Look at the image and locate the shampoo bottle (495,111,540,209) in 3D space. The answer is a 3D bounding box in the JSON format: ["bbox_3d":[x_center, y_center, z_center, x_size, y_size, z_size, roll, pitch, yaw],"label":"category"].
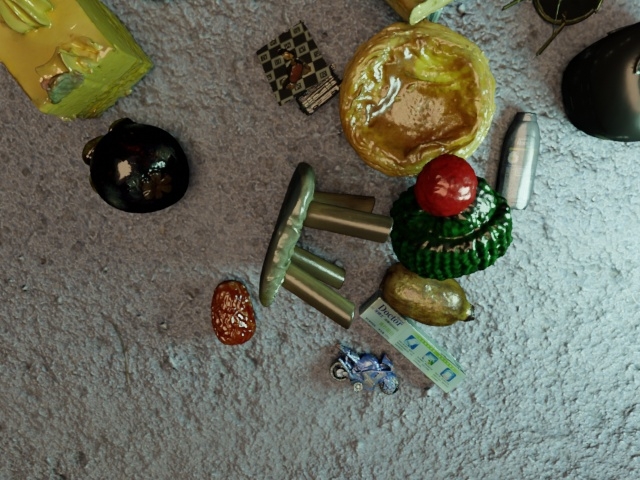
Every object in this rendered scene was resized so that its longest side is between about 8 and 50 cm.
[{"bbox_3d":[0.486,-0.193,1.045,0.087,0.049,0.233,3,104,4],"label":"shampoo bottle"}]

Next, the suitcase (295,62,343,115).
[{"bbox_3d":[-0.002,-0.353,1.007,0.126,0.086,0.059,-37,106,10],"label":"suitcase"}]

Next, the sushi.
[{"bbox_3d":[-0.062,-0.408,0.993,0.139,0.031,0.201,-28,64,12],"label":"sushi"}]

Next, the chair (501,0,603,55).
[{"bbox_3d":[0.546,-0.547,0.914,0.160,0.170,0.325,47,58,-5],"label":"chair"}]

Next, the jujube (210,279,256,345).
[{"bbox_3d":[-0.238,0.194,1.154,0.112,0.109,0.176,-12,97,-32],"label":"jujube"}]

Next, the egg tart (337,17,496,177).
[{"bbox_3d":[0.214,-0.315,0.978,0.352,0.150,0.351,1,106,5],"label":"egg tart"}]

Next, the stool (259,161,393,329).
[{"bbox_3d":[0.000,0.000,0.993,0.226,0.310,0.310,17,106,-9],"label":"stool"}]

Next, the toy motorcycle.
[{"bbox_3d":[0.129,0.362,1.195,0.205,0.076,0.114,16,96,1],"label":"toy motorcycle"}]

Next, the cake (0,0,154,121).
[{"bbox_3d":[-0.553,-0.413,0.915,0.222,0.286,0.227,-36,100,11],"label":"cake"}]

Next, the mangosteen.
[{"bbox_3d":[-0.443,-0.178,1.020,0.243,0.243,0.242,1,104,2],"label":"mangosteen"}]

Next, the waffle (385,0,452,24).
[{"bbox_3d":[0.231,-0.567,0.887,0.274,0.057,0.168,-36,75,-15],"label":"waffle"}]

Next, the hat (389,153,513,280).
[{"bbox_3d":[0.269,-0.073,0.933,0.274,0.242,0.332,-17,144,13],"label":"hat"}]

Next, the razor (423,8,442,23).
[{"bbox_3d":[0.153,-0.578,0.953,0.278,0.111,0.056,39,93,2],"label":"razor"}]

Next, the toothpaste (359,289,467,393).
[{"bbox_3d":[0.253,0.277,1.168,0.336,0.067,0.081,42,103,-7],"label":"toothpaste"}]

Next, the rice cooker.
[{"bbox_3d":[0.682,-0.340,0.910,0.267,0.224,0.267,0,103,1],"label":"rice cooker"}]

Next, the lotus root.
[{"bbox_3d":[0.278,0.143,1.094,0.260,0.128,0.145,22,74,0],"label":"lotus root"}]
